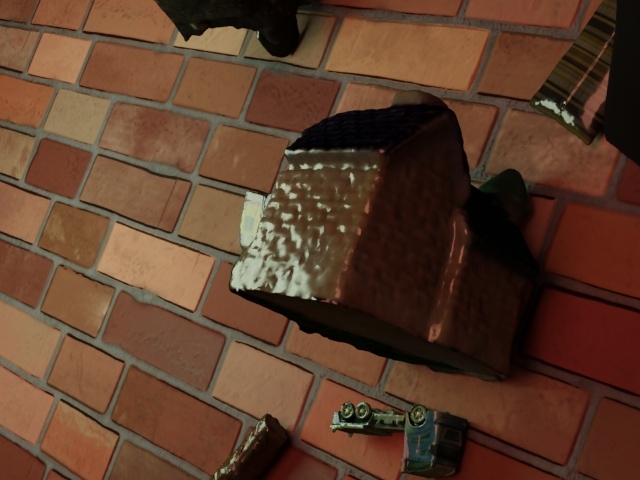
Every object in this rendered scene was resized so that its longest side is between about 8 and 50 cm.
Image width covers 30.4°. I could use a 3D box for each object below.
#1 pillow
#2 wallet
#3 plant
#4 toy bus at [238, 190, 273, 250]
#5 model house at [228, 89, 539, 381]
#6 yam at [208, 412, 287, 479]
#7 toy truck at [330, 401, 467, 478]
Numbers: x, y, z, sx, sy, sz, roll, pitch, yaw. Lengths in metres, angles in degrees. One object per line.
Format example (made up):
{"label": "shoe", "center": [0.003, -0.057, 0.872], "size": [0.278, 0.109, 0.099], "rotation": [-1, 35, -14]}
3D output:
{"label": "pillow", "center": [0.337, -0.219, 1.383], "size": [0.203, 0.038, 0.113], "rotation": [-56, 46, 10]}
{"label": "wallet", "center": [0.349, -0.176, 1.245], "size": [0.025, 0.244, 0.124], "rotation": [-25, 46, -16]}
{"label": "plant", "center": [-0.133, -0.389, 1.724], "size": [0.189, 0.276, 0.198], "rotation": [-8, 72, 33]}
{"label": "toy bus", "center": [0.000, 0.000, 1.567], "size": [0.268, 0.092, 0.106], "rotation": [18, 95, 44]}
{"label": "model house", "center": [0.098, -0.012, 1.334], "size": [0.243, 0.298, 0.284], "rotation": [10, 77, 50]}
{"label": "yam", "center": [-0.128, 0.331, 1.563], "size": [0.241, 0.057, 0.057], "rotation": [-52, 46, 14]}
{"label": "toy truck", "center": [0.086, 0.236, 1.400], "size": [0.175, 0.067, 0.081], "rotation": [-4, 71, 41]}
